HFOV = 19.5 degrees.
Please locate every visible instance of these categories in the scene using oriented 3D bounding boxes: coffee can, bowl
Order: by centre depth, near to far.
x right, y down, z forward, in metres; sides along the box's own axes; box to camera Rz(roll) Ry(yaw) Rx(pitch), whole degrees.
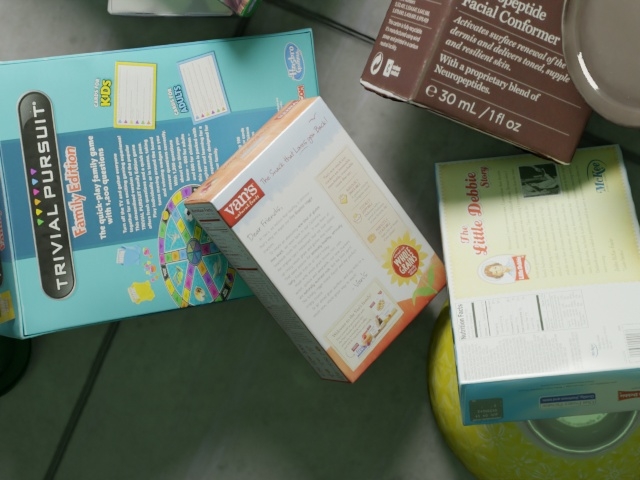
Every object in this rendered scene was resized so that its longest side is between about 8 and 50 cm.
[{"bbox_3d":[0.383,-0.186,1.691,0.201,0.275,0.202,-6,82,46],"label":"coffee can"},{"bbox_3d":[0.246,0.137,1.816,0.289,0.156,0.289,0,95,3],"label":"bowl"}]

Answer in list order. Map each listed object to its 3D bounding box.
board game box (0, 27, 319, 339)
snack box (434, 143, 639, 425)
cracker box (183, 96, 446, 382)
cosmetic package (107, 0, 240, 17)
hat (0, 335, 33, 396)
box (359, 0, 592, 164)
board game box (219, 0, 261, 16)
[{"bbox_3d":[-0.156,-0.059,1.780,0.336,0.079,0.254,-9,95,-27],"label":"board game box"},{"bbox_3d":[0.210,0.034,1.739,0.187,0.322,0.060,-5,130,3],"label":"snack box"},{"bbox_3d":[0.000,0.000,1.779,0.156,0.067,0.232,-45,111,-22],"label":"cracker box"},{"bbox_3d":[-0.139,-0.335,1.822,0.127,0.107,0.238,3,98,4],"label":"cosmetic package"},{"bbox_3d":[-0.380,0.143,1.810,0.173,0.183,0.208,-23,114,18],"label":"hat"},{"bbox_3d":[0.208,-0.283,1.762,0.191,0.143,0.381,19,95,-24],"label":"box"},{"bbox_3d":[-0.139,-0.385,1.739,0.317,0.046,0.213,36,100,6],"label":"board game box"}]
